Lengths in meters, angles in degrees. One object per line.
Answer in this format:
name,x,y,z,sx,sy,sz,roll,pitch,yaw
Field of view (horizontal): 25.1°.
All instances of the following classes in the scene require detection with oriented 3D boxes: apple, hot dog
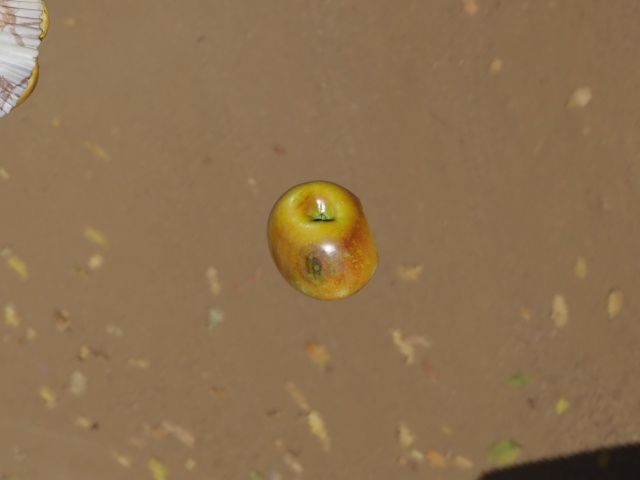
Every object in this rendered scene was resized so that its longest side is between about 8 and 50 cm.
apple,0.000,0.000,1.355,0.099,0.114,0.102,-14,135,1
hot dog,-0.327,-0.181,1.334,0.268,0.075,0.144,23,103,52
